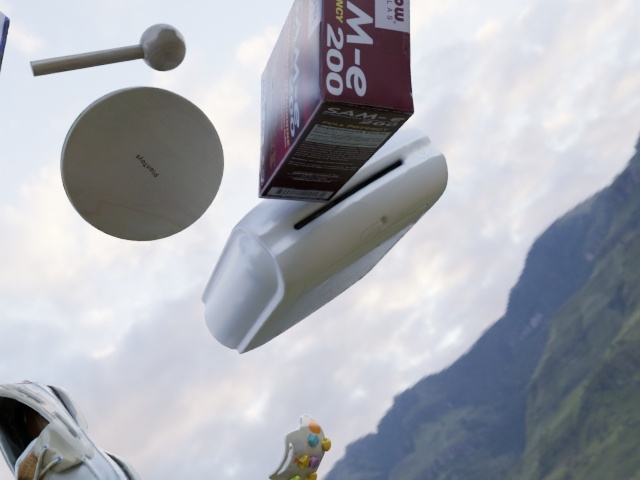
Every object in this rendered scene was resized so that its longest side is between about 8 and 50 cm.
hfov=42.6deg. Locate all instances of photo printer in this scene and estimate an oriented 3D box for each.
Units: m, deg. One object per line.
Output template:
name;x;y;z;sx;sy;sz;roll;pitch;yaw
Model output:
photo printer;0.000;0.000;0.938;0.256;0.107;0.307;-32;-10;-25

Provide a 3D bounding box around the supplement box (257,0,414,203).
supplement box;0.004;-0.124;0.678;0.073;0.130;0.239;4;-15;-14

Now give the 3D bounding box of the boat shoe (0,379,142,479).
boat shoe;-0.306;0.269;0.953;0.103;0.302;0.113;28;-87;-49

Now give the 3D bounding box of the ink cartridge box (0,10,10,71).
ink cartridge box;-0.493;-0.223;1.040;0.072;0.307;0.304;-31;-27;-53

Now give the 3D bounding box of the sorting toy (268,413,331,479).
sorting toy;-0.030;0.243;0.922;0.075;0.044;0.083;22;-88;-60

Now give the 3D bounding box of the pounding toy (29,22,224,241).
pounding toy;-0.219;-0.125;0.954;0.182;0.110;0.237;-18;-63;-13
